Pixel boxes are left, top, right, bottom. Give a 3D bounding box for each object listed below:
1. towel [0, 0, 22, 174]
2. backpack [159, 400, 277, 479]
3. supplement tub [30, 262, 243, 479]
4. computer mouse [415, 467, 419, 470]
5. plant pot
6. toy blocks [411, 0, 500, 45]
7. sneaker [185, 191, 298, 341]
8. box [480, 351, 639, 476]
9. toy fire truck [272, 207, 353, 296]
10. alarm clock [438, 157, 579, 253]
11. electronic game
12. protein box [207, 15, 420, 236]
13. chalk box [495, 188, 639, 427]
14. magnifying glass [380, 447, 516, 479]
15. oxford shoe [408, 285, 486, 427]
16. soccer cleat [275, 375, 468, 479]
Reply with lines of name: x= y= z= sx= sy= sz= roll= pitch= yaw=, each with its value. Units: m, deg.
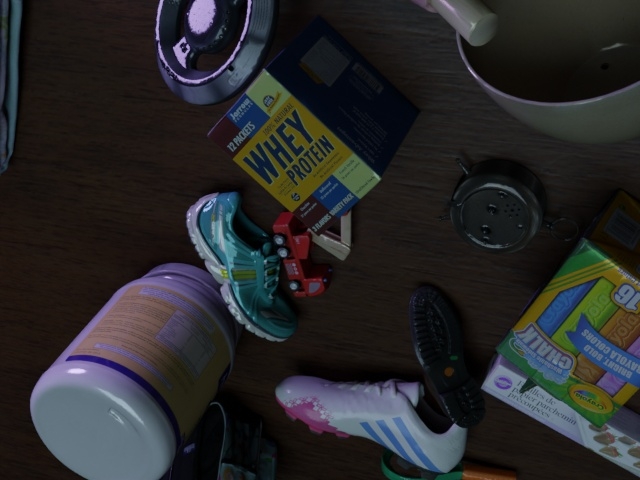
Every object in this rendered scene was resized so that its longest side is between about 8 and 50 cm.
towel: x=-0.632 y=-0.307 z=1.478 sx=0.320 sy=0.090 sz=0.374 roll=26 pitch=128 yaw=8
backpack: x=-0.198 y=0.454 z=1.695 sx=0.191 sy=0.254 sz=0.225 roll=33 pitch=130 yaw=-26
supplement tub: x=-0.284 y=0.209 z=1.515 sx=0.241 sy=0.331 sz=0.241 roll=11 pitch=125 yaw=16
computer mouse: x=0.155 y=0.465 z=1.688 sx=0.106 sy=0.042 sz=0.193 roll=39 pitch=122 yaw=-11
plant pot: x=0.319 y=-0.219 z=1.053 sx=0.284 sy=0.284 sz=0.191 roll=-8 pitch=149 yaw=27
toy blocks: x=0.155 y=-0.425 z=0.961 sx=0.309 sy=0.260 sz=0.288 roll=-41 pitch=145 yaw=8
sneaker: x=-0.109 y=0.046 z=1.485 sx=0.110 sy=0.107 sz=0.275 roll=-23 pitch=111 yaw=22
box: x=0.408 y=0.270 z=1.438 sx=0.324 sy=0.067 sz=0.063 roll=29 pitch=128 yaw=2
toy fire truck: x=0.000 y=0.000 z=1.439 sx=0.135 sy=0.047 sz=0.192 roll=-3 pitch=121 yaw=23
alarm clock: x=0.266 y=-0.038 z=1.299 sx=0.192 sy=0.064 sz=0.129 roll=17 pitch=126 yaw=8
electronic game: x=-0.142 y=-0.294 z=1.237 sx=0.229 sy=0.048 sz=0.229 roll=-4 pitch=83 yaw=40
protein box: x=-0.003 y=-0.156 z=1.239 sx=0.200 sy=0.201 sz=0.136 roll=42 pitch=127 yaw=-8
chalk box: x=0.374 y=0.113 z=1.260 sx=0.179 sy=0.180 sz=0.289 roll=37 pitch=129 yaw=12
magnifying glass: x=0.218 y=0.392 z=1.594 sx=0.231 sy=0.092 sz=0.026 roll=6 pitch=121 yaw=7
oxford shoe: x=0.182 y=0.180 z=1.460 sx=0.082 sy=0.096 sz=0.227 roll=-18 pitch=96 yaw=-12
soccer cleat: x=0.092 y=0.274 z=1.557 sx=0.331 sy=0.116 sz=0.143 roll=22 pitch=111 yaw=5
